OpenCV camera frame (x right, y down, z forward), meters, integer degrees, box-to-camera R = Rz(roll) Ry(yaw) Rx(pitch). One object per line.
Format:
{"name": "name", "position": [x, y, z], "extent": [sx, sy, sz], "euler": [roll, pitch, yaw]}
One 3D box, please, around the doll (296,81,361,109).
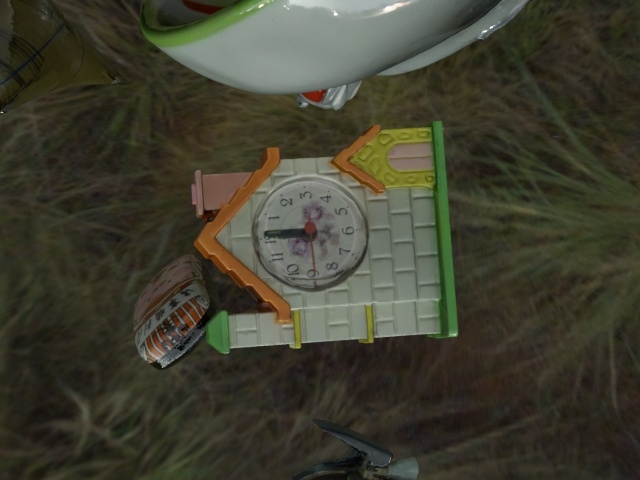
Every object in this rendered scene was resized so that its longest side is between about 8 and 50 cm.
{"name": "doll", "position": [0.016, -0.214, 1.478], "extent": [0.075, 0.227, 0.102], "euler": [-3, 70, -24]}

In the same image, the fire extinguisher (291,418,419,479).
{"name": "fire extinguisher", "position": [0.005, 0.254, 0.876], "extent": [0.105, 0.105, 0.268], "euler": [16, 106, 4]}

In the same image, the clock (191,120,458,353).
{"name": "clock", "position": [0.000, 0.000, 1.249], "extent": [0.255, 0.106, 0.219], "euler": [-4, 86, -8]}

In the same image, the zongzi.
{"name": "zongzi", "position": [-0.406, -0.219, 1.753], "extent": [0.123, 0.289, 0.260], "euler": [-12, 50, 32]}

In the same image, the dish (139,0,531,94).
{"name": "dish", "position": [0.060, -0.183, 0.654], "extent": [0.324, 0.324, 0.124], "euler": [-43, 115, 8]}

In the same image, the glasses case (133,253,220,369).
{"name": "glasses case", "position": [-0.174, 0.081, 1.466], "extent": [0.067, 0.266, 0.103], "euler": [44, 92, -14]}
